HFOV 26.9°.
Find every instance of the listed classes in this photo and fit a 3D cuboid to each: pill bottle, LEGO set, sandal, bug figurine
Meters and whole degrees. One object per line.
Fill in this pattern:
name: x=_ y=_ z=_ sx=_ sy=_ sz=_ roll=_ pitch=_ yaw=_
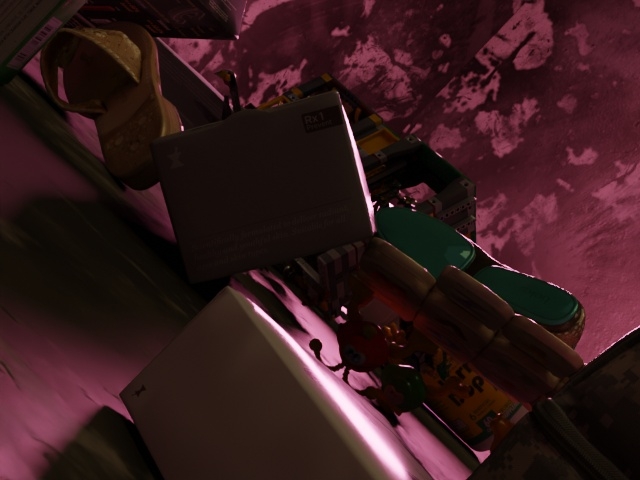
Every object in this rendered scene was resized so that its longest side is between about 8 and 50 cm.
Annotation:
pill bottle: x=0.138 y=0.122 z=1.468 sx=0.208 sy=0.117 sz=0.117 roll=44 pitch=2 yaw=-4
LEGO set: x=0.000 y=0.000 z=1.277 sx=0.331 sy=0.192 sz=0.255 roll=49 pitch=-25 yaw=32
sandal: x=-0.173 y=-0.130 z=1.021 sx=0.079 sy=0.088 sz=0.240 roll=41 pitch=10 yaw=-39
bug figurine: x=0.110 y=0.149 z=1.051 sx=0.279 sy=0.072 sz=0.216 roll=40 pitch=-5 yaw=12

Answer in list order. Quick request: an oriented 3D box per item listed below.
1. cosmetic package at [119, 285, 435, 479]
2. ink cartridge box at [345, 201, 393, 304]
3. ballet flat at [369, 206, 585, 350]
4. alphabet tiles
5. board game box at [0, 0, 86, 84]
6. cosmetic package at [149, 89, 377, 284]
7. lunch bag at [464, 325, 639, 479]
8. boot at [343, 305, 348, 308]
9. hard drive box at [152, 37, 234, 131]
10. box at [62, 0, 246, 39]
cosmetic package: x=0.026 y=0.110 z=0.390 sx=0.099 sy=0.060 sz=0.239 roll=41 pitch=3 yaw=-37
ink cartridge box: x=0.004 y=-0.024 z=1.564 sx=0.158 sy=0.092 sz=0.218 roll=3 pitch=37 yaw=-51
ballet flat: x=0.117 y=0.042 z=1.065 sx=0.206 sy=0.073 sz=0.067 roll=33 pitch=-37 yaw=36
alphabet tiles: x=0.147 y=0.096 z=1.011 sx=0.284 sy=0.021 sz=0.278 roll=35 pitch=-9 yaw=6
board game box: x=-0.241 y=-0.296 z=0.859 sx=0.316 sy=0.242 sz=0.064 roll=44 pitch=1 yaw=-4
cosmetic package: x=-0.030 y=-0.034 z=0.931 sx=0.238 sy=0.127 sz=0.107 roll=-44 pitch=119 yaw=-85
lunch bag: x=0.257 y=0.175 z=0.802 sx=0.305 sy=0.256 sz=0.212 roll=41 pitch=3 yaw=-46
boot: x=0.064 y=0.069 z=1.732 sx=0.236 sy=0.085 sz=0.178 roll=40 pitch=-5 yaw=7
hard drive box: x=-0.155 y=-0.150 z=1.662 sx=0.181 sy=0.089 sz=0.232 roll=45 pitch=3 yaw=13
box: x=-0.227 y=-0.262 z=1.084 sx=0.242 sy=0.076 sz=0.307 roll=6 pitch=-15 yaw=24
